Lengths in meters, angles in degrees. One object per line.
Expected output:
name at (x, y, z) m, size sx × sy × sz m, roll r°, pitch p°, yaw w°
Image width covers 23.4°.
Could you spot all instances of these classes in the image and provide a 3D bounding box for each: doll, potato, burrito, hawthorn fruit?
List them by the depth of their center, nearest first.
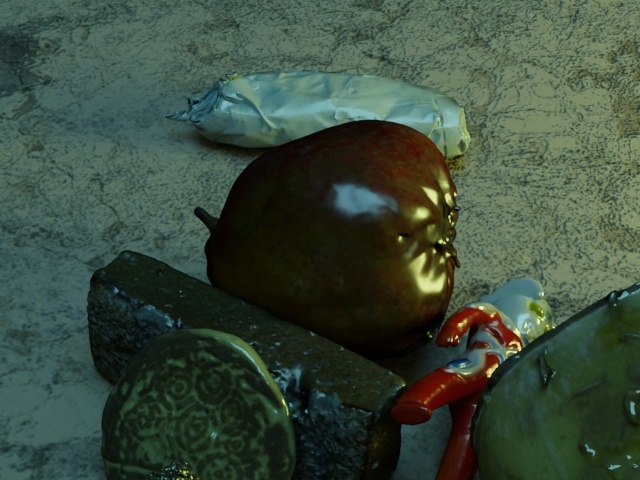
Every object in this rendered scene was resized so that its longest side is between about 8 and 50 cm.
potato at (0.402, 0.259, 1.559) m, size 0.442 × 0.385 × 0.319 m, roll -25°, pitch 45°, yaw 4°
doll at (0.195, 0.162, 1.843) m, size 0.099 × 0.188 × 0.384 m, roll -8°, pitch 25°, yaw 29°
hawthorn fruit at (0.020, 0.003, 1.914) m, size 0.325 × 0.308 × 0.308 m, roll -9°, pitch 44°, yaw -8°
burrito at (-0.003, -0.186, 2.251) m, size 0.445 × 0.101 × 0.139 m, roll 4°, pitch 46°, yaw 5°

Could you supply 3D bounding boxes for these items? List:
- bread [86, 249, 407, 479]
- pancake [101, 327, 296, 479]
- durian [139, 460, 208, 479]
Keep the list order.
bread at (-0.098, 0.160, 1.842) m, size 0.416 × 0.165 × 0.113 m, roll 24°, pitch 43°, yaw 24°
pancake at (-0.142, 0.220, 1.758) m, size 0.250 × 0.250 × 0.031 m, roll 24°, pitch 7°, yaw 23°
durian at (-0.163, 0.337, 1.638) m, size 0.167 × 0.196 × 0.196 m, roll 18°, pitch 44°, yaw 39°
